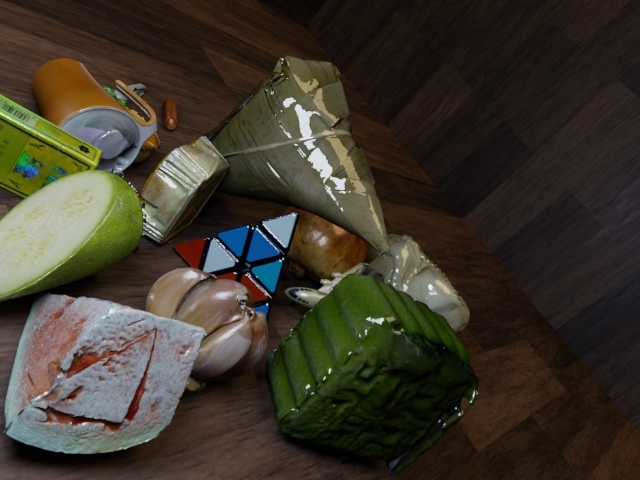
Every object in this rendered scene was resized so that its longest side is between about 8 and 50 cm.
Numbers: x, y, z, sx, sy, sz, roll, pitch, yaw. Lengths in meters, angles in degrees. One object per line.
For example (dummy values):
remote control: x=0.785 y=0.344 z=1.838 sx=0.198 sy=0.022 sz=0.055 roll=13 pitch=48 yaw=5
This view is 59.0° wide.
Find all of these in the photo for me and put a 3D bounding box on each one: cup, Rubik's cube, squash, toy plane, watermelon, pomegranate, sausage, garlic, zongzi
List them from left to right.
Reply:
squash: x=-0.424 y=-0.019 z=0.884 sx=0.189 sy=0.189 sz=0.260 roll=49 pitch=22 yaw=10
cup: x=-0.481 y=-0.267 z=1.193 sx=0.226 sy=0.182 sz=0.264 roll=-22 pitch=56 yaw=-26
watermelon: x=-0.304 y=0.145 z=0.803 sx=0.213 sy=0.201 sz=0.261 roll=25 pitch=22 yaw=-37
sausage: x=-0.423 y=-0.353 z=1.590 sx=0.039 sy=0.041 sz=0.131 roll=32 pitch=27 yaw=-36
garlic: x=-0.197 y=0.150 z=1.020 sx=0.214 sy=0.191 sz=0.160 roll=46 pitch=-3 yaw=32
Rubik's cube: x=-0.212 y=0.073 z=1.231 sx=0.234 sy=0.284 sz=0.250 roll=15 pitch=67 yaw=-14
zongzi: x=-0.107 y=-0.097 z=1.291 sx=0.218 sy=0.500 sz=0.466 roll=1 pitch=67 yaw=-45
pomegranate: x=0.000 y=0.000 z=1.471 sx=0.248 sy=0.248 sz=0.248 roll=35 pitch=26 yaw=-20
toy plane: x=0.036 y=0.158 z=1.363 sx=0.256 sy=0.241 sz=0.104 roll=15 pitch=-11 yaw=-3

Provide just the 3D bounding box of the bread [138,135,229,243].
bread: x=-0.302 y=-0.111 z=1.200 sx=0.110 sy=0.210 sz=0.192 roll=37 pitch=24 yaw=-3

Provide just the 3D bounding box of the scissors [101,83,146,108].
scissors: x=-0.524 y=-0.389 z=1.510 sx=0.101 sy=0.027 sz=0.204 roll=43 pitch=27 yaw=-9

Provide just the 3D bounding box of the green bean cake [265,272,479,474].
green bean cake: x=0.093 y=0.266 z=1.083 sx=0.319 sy=0.335 sz=0.218 roll=26 pitch=21 yaw=-30

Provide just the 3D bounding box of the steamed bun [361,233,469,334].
steamed bun: x=0.227 y=0.147 z=1.551 sx=0.352 sy=0.247 sz=0.339 roll=53 pitch=7 yaw=4

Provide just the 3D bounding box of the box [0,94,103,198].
box: x=-0.523 y=-0.153 z=1.004 sx=0.220 sy=0.141 sz=0.064 roll=31 pitch=27 yaw=-25

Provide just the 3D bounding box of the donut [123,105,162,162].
donut: x=-0.456 y=-0.251 z=1.347 sx=0.146 sy=0.078 sz=0.181 roll=11 pitch=34 yaw=-52
